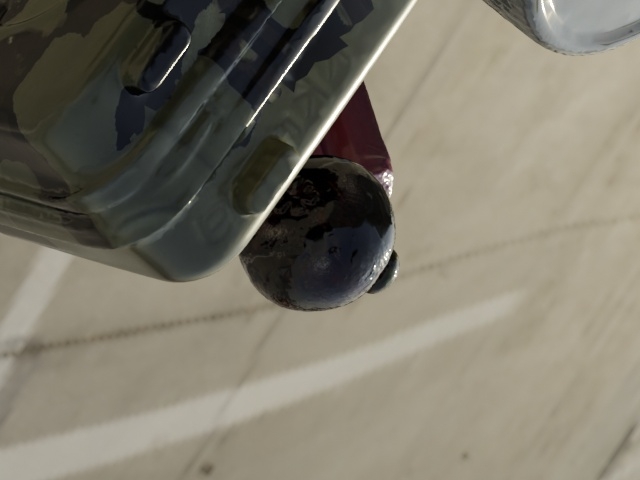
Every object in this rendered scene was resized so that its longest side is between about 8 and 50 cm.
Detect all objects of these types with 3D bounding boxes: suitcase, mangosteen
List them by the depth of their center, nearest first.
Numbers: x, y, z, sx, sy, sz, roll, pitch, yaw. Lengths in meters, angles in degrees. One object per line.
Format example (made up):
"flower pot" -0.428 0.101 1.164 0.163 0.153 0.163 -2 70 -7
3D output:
"suitcase" -0.100 -0.153 1.195 0.194 0.339 0.351 48 68 -35
"mangosteen" 0.000 0.000 1.754 0.152 0.152 0.152 -51 164 -20

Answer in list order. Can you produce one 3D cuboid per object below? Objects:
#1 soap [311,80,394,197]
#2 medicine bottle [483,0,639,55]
"soap" -0.077 -0.171 2.058 0.233 0.359 0.128 -1 153 -33
"medicine bottle" 0.036 -0.271 0.917 0.224 0.384 0.224 -32 150 -22
